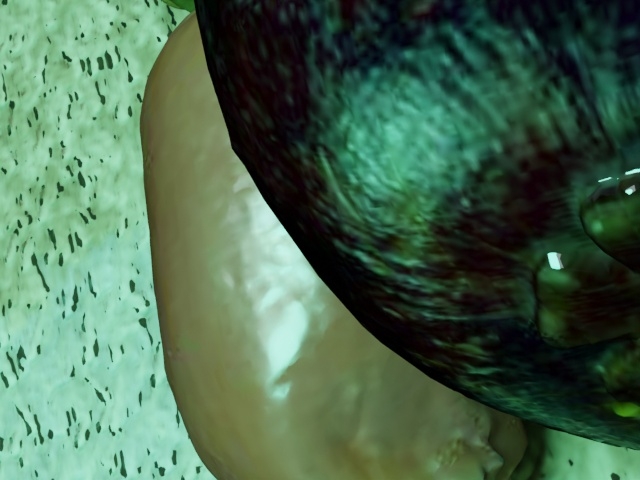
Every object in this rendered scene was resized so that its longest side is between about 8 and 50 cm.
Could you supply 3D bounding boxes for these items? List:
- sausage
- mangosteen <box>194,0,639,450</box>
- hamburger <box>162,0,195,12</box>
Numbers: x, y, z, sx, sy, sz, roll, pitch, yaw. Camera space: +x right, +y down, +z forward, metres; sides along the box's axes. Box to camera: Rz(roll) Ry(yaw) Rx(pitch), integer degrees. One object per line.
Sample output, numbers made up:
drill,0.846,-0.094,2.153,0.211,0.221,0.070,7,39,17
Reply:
sausage,0.000,0.000,0.723,0.148,0.148,0.254,-17,63,32
mangosteen,0.120,-0.088,0.566,0.330,0.330,0.330,-15,63,32
hamburger,-0.071,-0.194,0.814,0.135,0.207,0.155,-27,52,30
